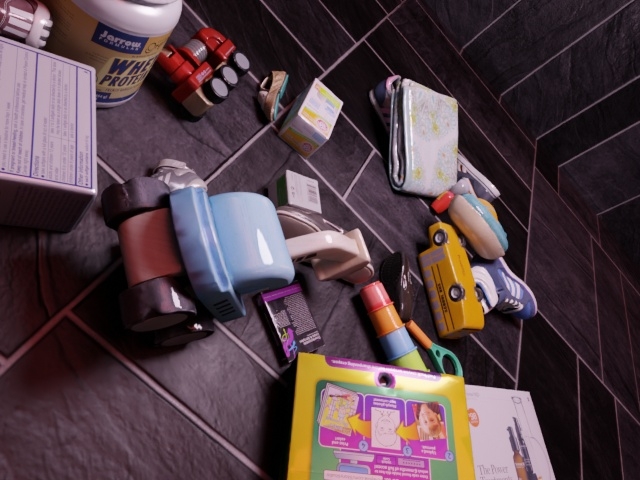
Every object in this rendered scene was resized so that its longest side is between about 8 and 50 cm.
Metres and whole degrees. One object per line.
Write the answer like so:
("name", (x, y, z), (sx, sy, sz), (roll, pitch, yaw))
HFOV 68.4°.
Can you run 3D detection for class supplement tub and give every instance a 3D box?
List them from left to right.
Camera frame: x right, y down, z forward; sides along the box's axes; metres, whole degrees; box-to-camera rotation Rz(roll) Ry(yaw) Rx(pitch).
("supplement tub", (-0.403, -0.429, 0.885), (0.228, 0.316, 0.229), (23, 51, -32))

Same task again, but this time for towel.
("towel", (0.372, -0.343, 1.649), (0.320, 0.090, 0.375), (3, 89, -40))

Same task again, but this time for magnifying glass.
("magnifying glass", (0.320, 0.312, 1.319), (0.231, 0.026, 0.092), (46, 42, -10))

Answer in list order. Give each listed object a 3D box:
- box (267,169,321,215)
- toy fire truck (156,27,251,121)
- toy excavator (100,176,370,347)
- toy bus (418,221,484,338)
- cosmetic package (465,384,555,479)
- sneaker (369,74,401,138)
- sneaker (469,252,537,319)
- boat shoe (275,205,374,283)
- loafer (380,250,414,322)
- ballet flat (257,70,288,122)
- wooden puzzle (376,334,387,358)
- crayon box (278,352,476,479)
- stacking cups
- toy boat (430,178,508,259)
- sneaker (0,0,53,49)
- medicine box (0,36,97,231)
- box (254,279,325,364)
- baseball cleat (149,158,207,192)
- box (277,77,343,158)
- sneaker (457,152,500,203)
("box", (-0.065, -0.101, 1.169), (0.101, 0.087, 0.101), (15, 55, -36))
("toy fire truck", (-0.324, -0.431, 1.112), (0.246, 0.158, 0.217), (47, 41, -26))
("toy excavator", (-0.105, 0.031, 0.877), (0.444, 0.433, 0.223), (-15, 71, -7))
("toy bus", (0.391, 0.117, 1.430), (0.108, 0.130, 0.333), (11, 58, -38))
("cosmetic package", (0.466, 0.546, 1.257), (0.376, 0.097, 0.285), (17, 51, -36))
("sneaker", (0.298, -0.443, 1.699), (0.112, 0.131, 0.319), (-28, 87, -49))
("sneaker", (0.589, 0.201, 1.582), (0.323, 0.130, 0.236), (51, 49, -10))
("boat shoe", (0.000, 0.000, 1.162), (0.335, 0.112, 0.096), (32, 34, -31))
("loafer", (0.216, 0.133, 1.306), (0.078, 0.080, 0.220), (35, 50, -36))
("ballet flat", (-0.141, -0.407, 1.324), (0.067, 0.073, 0.206), (13, 49, -5))
("wooden puzzle", (0.175, 0.273, 1.218), (0.049, 0.006, 0.083), (-10, 73, -46))
("crayon box", (0.108, 0.404, 0.904), (0.362, 0.106, 0.314), (11, 55, -10))
("stacking cups", (0.187, 0.255, 1.168), (0.096, 0.096, 0.317), (-15, 75, -47))
("toy boat", (0.494, -0.094, 1.554), (0.267, 0.148, 0.318), (45, 8, -35))
("sneaker", (-0.586, -0.409, 0.757), (0.281, 0.107, 0.162), (27, 12, 20))
("medicine box", (-0.521, -0.175, 0.738), (0.289, 0.149, 0.264), (9, 59, -40))
("box", (-0.066, 0.177, 1.036), (0.116, 0.029, 0.162), (-12, 72, -46))
("baseball cleat", (-0.332, -0.109, 0.950), (0.205, 0.072, 0.109), (-15, 62, -52))
("box", (-0.026, -0.350, 1.354), (0.114, 0.103, 0.203), (38, 44, -19))
("sneaker", (0.561, -0.231, 1.835), (0.126, 0.127, 0.321), (36, 20, -29))
